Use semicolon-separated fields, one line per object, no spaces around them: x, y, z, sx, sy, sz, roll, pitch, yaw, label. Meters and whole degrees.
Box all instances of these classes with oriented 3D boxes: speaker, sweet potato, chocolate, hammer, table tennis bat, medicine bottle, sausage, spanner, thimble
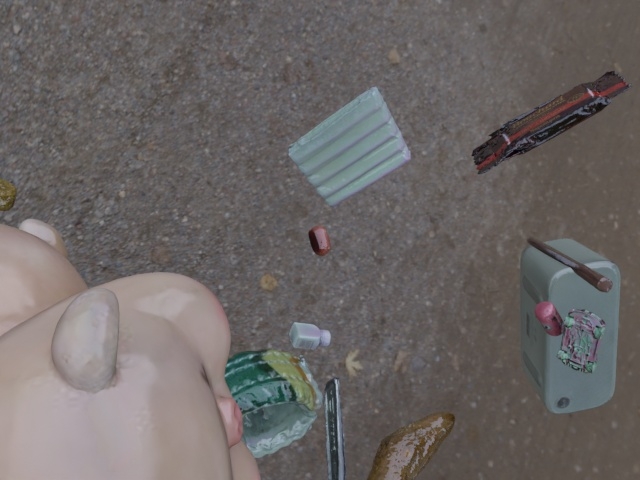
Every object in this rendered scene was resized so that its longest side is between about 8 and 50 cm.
0.596;0.205;1.462;0.183;0.184;0.406;-10;113;-3;speaker
0.161;0.447;1.188;0.114;0.092;0.341;30;46;16;sweet potato
0.256;-0.132;0.675;0.028;0.182;0.086;55;20;-19;chocolate
0.439;0.151;1.140;0.083;0.043;0.043;48;57;-36;hammer
0.345;0.077;0.886;0.107;0.170;0.119;24;102;-16;table tennis bat
-0.032;0.304;1.878;0.118;0.074;0.055;9;116;-24;medicine bottle
0.000;0.000;1.795;0.054;0.059;0.094;-11;80;-43;sausage
0.027;0.359;0.836;0.026;0.093;0.325;5;72;-30;spanner
-0.145;0.385;1.416;0.288;0.167;0.254;-18;132;-15;thimble

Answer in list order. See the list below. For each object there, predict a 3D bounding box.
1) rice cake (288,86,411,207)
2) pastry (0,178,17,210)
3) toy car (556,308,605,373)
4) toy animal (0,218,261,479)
0.058;-0.166;1.119;0.189;0.198;0.037;53;18;-37;rice cake
-0.842;-0.121;1.544;0.057;0.109;0.097;-61;160;17;pastry
0.487;0.184;1.105;0.055;0.069;0.142;-33;131;-37;toy car
-0.153;0.104;0.423;0.277;0.247;0.345;-22;87;-48;toy animal
